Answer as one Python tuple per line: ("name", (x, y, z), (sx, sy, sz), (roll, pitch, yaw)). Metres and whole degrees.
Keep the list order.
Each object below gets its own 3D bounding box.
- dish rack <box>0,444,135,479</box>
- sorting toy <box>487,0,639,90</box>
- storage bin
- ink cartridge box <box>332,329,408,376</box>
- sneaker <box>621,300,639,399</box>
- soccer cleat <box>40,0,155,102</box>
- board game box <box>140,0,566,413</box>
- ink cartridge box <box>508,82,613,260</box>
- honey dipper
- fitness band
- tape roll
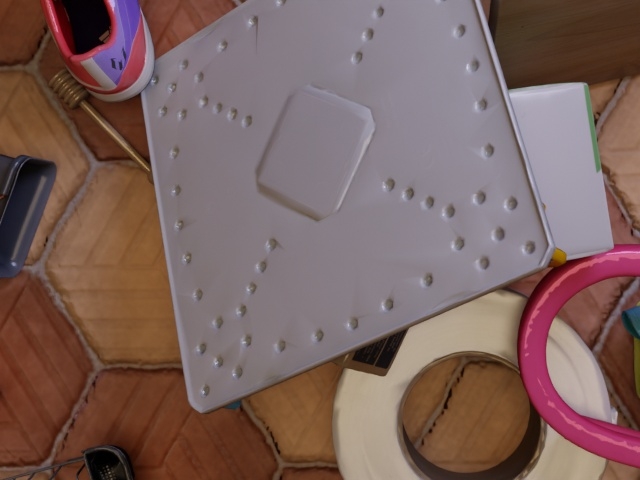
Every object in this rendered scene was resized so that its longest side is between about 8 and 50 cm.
("dish rack", (-0.308, 0.344, 1.270), (0.272, 0.074, 0.208), (-16, 89, 5))
("sorting toy", (0.278, -0.245, 1.133), (0.257, 0.255, 0.089), (-14, 72, 0))
("storage bin", (-0.360, -0.038, 1.258), (0.091, 0.098, 0.135), (20, 93, 13))
("ink cartridge box", (0.000, 0.000, 1.181), (0.235, 0.088, 0.193), (28, 93, 37))
("sneaker", (0.431, 0.058, 1.191), (0.208, 0.127, 0.318), (25, 92, 1))
("soccer cleat", (-0.254, -0.302, 1.215), (0.109, 0.116, 0.318), (-18, 79, 7))
("board game box", (0.007, -0.077, 1.106), (0.390, 0.050, 0.389), (-27, 62, 29))
("ink cartridge box", (0.184, -0.058, 1.152), (0.093, 0.219, 0.160), (-9, 91, -14))
("honey dipper", (-0.229, -0.120, 1.275), (0.030, 0.030, 0.160), (-44, 90, 4))
("fitness band", (0.332, 0.115, 1.122), (0.291, 0.054, 0.208), (13, 100, 1))
("tape roll", (0.155, 0.184, 1.224), (0.286, 0.100, 0.286), (0, 91, 4))
